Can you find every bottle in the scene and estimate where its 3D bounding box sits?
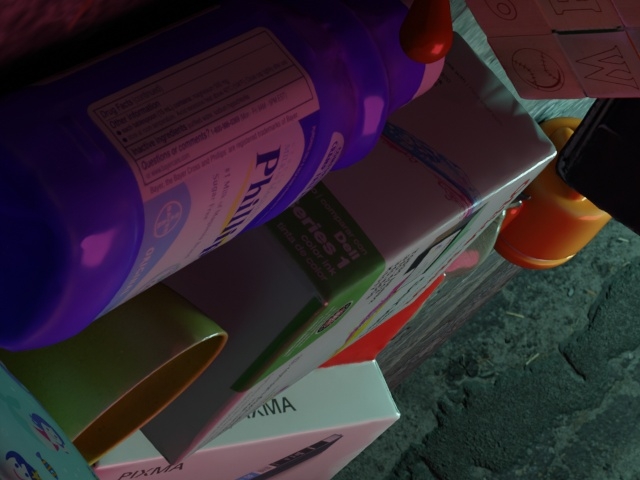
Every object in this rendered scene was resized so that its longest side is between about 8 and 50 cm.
[{"bbox_3d":[-0.048,-0.051,0.831,0.283,0.092,0.118,-31,166,-45],"label":"bottle"}]

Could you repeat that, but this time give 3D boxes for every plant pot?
[{"bbox_3d":[-0.133,0.059,1.009,0.134,0.095,0.134,-40,171,-8],"label":"plant pot"}]

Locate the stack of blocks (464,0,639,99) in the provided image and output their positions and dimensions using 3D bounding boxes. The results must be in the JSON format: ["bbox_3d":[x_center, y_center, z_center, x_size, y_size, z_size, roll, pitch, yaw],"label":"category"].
[{"bbox_3d":[0.227,-0.154,0.836,0.297,0.087,0.171,4,-130,45],"label":"stack of blocks"}]

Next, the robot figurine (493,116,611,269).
[{"bbox_3d":[0.252,-0.049,1.969,0.158,0.128,0.219,-63,-176,-31],"label":"robot figurine"}]

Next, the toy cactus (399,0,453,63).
[{"bbox_3d":[0.067,-0.138,0.757,0.219,0.112,0.180,-7,-168,-16],"label":"toy cactus"}]

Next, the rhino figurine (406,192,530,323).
[{"bbox_3d":[0.088,-0.009,1.555,0.243,0.106,0.073,-39,172,-8],"label":"rhino figurine"}]

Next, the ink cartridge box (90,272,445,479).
[{"bbox_3d":[-0.064,0.133,1.447,0.296,0.066,0.261,-6,151,-36],"label":"ink cartridge box"}]

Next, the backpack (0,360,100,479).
[{"bbox_3d":[-0.188,0.150,0.821,0.191,0.225,0.253,-40,-179,-8],"label":"backpack"}]

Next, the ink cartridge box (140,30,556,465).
[{"bbox_3d":[0.000,0.000,1.199,0.278,0.117,0.201,-31,167,-47],"label":"ink cartridge box"}]

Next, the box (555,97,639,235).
[{"bbox_3d":[0.441,-0.196,1.136,0.472,0.297,0.480,-58,168,27],"label":"box"}]
